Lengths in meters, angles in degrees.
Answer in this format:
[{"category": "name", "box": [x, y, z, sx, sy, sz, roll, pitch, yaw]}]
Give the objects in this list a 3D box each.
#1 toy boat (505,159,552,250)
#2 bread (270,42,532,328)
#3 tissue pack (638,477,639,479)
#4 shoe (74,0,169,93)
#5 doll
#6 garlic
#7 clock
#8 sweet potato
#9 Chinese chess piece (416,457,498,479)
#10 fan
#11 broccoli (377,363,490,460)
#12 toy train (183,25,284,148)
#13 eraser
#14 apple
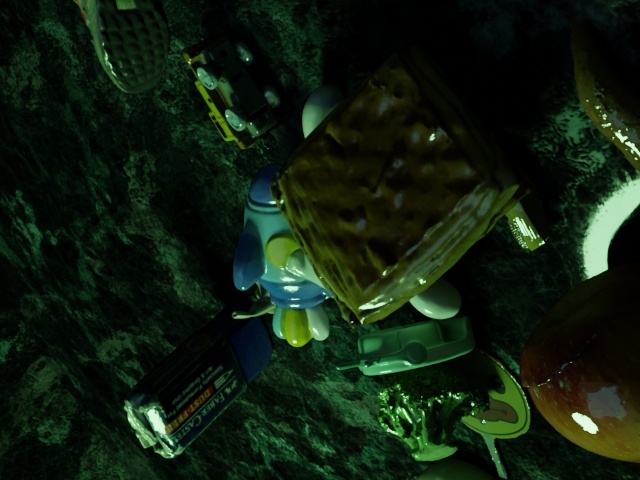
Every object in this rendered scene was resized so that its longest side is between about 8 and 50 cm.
[{"category": "toy boat", "box": [0.258, -0.054, 1.230, 0.049, 0.047, 0.149, -12, 110, 52]}, {"category": "bread", "box": [0.110, -0.064, 1.201, 0.324, 0.167, 0.277, -47, 61, 34]}, {"category": "tissue pack", "box": [0.580, 0.314, 1.102, 0.245, 0.123, 0.332, 24, 159, -34]}, {"category": "shoe", "box": [-0.365, -0.405, 1.522, 0.171, 0.132, 0.336, 27, 139, 37]}, {"category": "doll", "box": [-0.006, 0.001, 1.436, 0.366, 0.187, 0.376, -30, 75, 37]}, {"category": "garlic", "box": [-0.081, 0.085, 1.636, 0.127, 0.194, 0.131, 49, 155, 16]}, {"category": "clock", "box": [0.128, 0.169, 1.457, 0.159, 0.211, 0.065, -18, 83, 52]}, {"category": "sweet potato", "box": [0.372, -0.108, 1.036, 0.314, 0.066, 0.072, 49, -173, -3]}, {"category": "Chinese chess piece", "box": [0.279, 0.521, 1.743, 0.238, 0.092, 0.237, 28, 142, 25]}, {"category": "fan", "box": [0.272, 0.287, 1.587, 0.230, 0.011, 0.335, 6, 128, 47]}, {"category": "broccoli", "box": [0.184, 0.272, 1.515, 0.196, 0.156, 0.195, -3, 139, -3]}, {"category": "toy train", "box": [-0.143, -0.237, 1.469, 0.219, 0.089, 0.127, 58, 155, -15]}, {"category": "eraser", "box": [-0.237, 0.278, 1.863, 0.102, 0.332, 0.155, 9, 129, 42]}, {"category": "apple", "box": [0.375, 0.145, 1.115, 0.206, 0.251, 0.272, 45, 169, 3]}]
